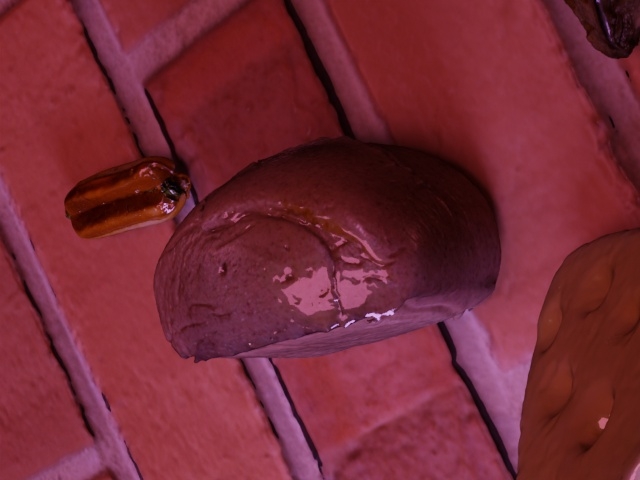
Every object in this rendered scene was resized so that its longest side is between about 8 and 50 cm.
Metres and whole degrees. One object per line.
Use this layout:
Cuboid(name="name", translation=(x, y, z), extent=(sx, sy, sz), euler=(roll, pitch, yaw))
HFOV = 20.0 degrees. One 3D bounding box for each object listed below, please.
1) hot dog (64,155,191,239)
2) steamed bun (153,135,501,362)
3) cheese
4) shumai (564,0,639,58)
Cuboid(name="hot dog", translation=(-0.207, -0.047, 1.962), extent=(0.188, 0.055, 0.072), euler=(-13, 96, 41))
Cuboid(name="steamed bun", translation=(0.000, 0.000, 1.693), extent=(0.301, 0.251, 0.199), euler=(-17, 80, 38))
Cuboid(name="cheese", translation=(0.257, 0.116, 1.450), extent=(0.104, 0.384, 0.384), euler=(25, 126, -14))
Cuboid(name="shumai", translation=(0.246, -0.222, 1.528), extent=(0.123, 0.105, 0.139), euler=(-145, 57, -81))
